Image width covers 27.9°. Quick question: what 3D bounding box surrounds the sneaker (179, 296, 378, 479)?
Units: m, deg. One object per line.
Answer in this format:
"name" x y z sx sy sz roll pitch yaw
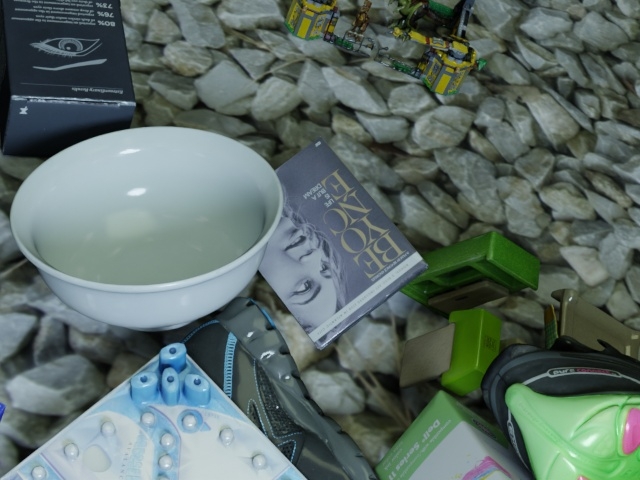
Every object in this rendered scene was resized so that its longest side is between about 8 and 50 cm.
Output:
"sneaker" -0.039 0.229 1.376 0.139 0.125 0.341 -34 70 -10

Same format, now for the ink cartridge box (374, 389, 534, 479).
"ink cartridge box" 0.204 0.314 1.224 0.207 0.119 0.353 37 8 -25

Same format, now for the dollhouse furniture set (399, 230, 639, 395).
"dollhouse furniture set" 0.243 0.152 1.561 0.301 0.151 0.197 31 54 -30

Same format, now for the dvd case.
"dvd case" 0.000 0.000 1.563 0.164 0.018 0.221 -37 69 -3

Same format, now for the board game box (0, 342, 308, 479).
"board game box" -0.155 0.338 1.203 0.390 0.050 0.390 -38 73 -25

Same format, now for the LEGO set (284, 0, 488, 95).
"LEGO set" 0.119 -0.383 1.864 0.331 0.192 0.255 27 48 1

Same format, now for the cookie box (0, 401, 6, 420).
"cookie box" -0.359 0.211 1.259 0.040 0.092 0.107 31 47 1

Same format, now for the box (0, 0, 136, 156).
"box" -0.324 -0.212 1.608 0.153 0.108 0.207 2 52 -20

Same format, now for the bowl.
"bowl" -0.187 0.006 1.439 0.298 0.134 0.298 -1 39 1

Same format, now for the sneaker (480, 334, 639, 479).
"sneaker" 0.333 0.187 1.379 0.202 0.185 0.483 45 12 35
